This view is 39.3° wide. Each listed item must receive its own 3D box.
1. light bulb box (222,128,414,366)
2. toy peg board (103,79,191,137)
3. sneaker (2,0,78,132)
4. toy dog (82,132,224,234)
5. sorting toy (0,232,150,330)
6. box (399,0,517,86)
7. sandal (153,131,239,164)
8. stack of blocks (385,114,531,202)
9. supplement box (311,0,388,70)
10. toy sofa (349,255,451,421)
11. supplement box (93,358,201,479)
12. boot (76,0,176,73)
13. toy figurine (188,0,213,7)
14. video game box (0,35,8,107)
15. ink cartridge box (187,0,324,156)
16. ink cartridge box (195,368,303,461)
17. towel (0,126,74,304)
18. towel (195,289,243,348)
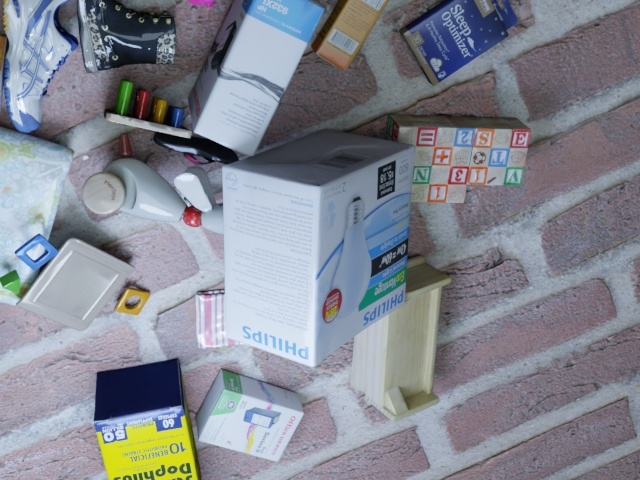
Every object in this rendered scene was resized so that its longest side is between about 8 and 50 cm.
[{"bbox_3d":[0.000,0.000,1.780,0.358,0.225,0.361,-28,126,-50],"label":"light bulb box"},{"bbox_3d":[-0.331,-0.258,1.736,0.160,0.161,0.079,11,98,-16],"label":"toy peg board"},{"bbox_3d":[-0.520,-0.341,1.675,0.130,0.112,0.297,1,116,-13],"label":"sneaker"},{"bbox_3d":[-0.300,-0.115,1.786,0.333,0.220,0.161,9,97,-20],"label":"toy dog"},{"bbox_3d":[-0.514,0.089,1.883,0.196,0.047,0.347,-48,138,7],"label":"sorting toy"},{"bbox_3d":[0.291,-0.437,1.843,0.225,0.036,0.136,-34,117,4],"label":"box"},{"bbox_3d":[-0.256,-0.183,1.837,0.179,0.067,0.040,14,122,-11],"label":"sandal"},{"bbox_3d":[0.289,-0.176,1.938,0.297,0.087,0.171,-1,116,-12],"label":"stack of blocks"},{"bbox_3d":[0.075,-0.456,1.764,0.080,0.078,0.233,29,106,-20],"label":"supplement box"},{"bbox_3d":[0.183,0.220,2.093,0.150,0.177,0.363,-16,120,-32],"label":"toy sofa"},{"bbox_3d":[-0.387,0.484,2.055,0.194,0.195,0.357,-10,117,-7],"label":"supplement box"},{"bbox_3d":[-0.365,-0.432,1.681,0.178,0.085,0.237,-4,122,-13],"label":"boot"},{"bbox_3d":[-0.235,-0.516,1.669,0.159,0.130,0.173,37,79,-38],"label":"toy figurine"},{"bbox_3d":[-0.674,-0.289,1.625,0.187,0.205,0.048,4,152,-16],"label":"video game box"},{"bbox_3d":[-0.130,-0.345,1.691,0.129,0.223,0.308,21,109,-20],"label":"ink cartridge box"},{"bbox_3d":[-0.168,0.417,2.127,0.212,0.093,0.154,21,109,-22],"label":"ink cartridge box"},{"bbox_3d":[-0.699,-0.061,1.789,0.320,0.090,0.375,15,112,-21],"label":"towel"},{"bbox_3d":[-0.186,0.177,2.042,0.197,0.029,0.144,-4,115,-10],"label":"towel"}]
